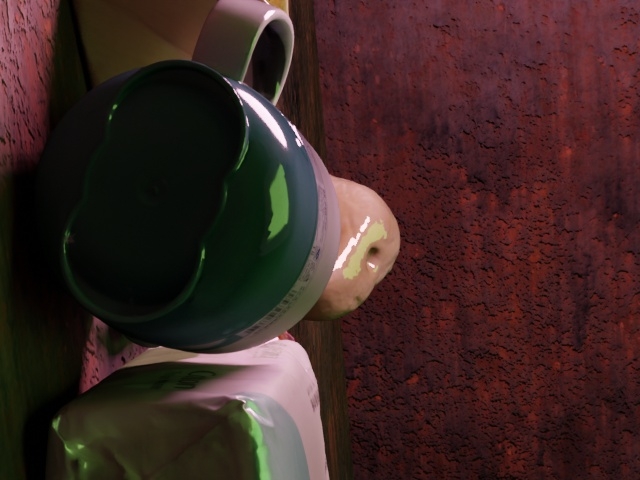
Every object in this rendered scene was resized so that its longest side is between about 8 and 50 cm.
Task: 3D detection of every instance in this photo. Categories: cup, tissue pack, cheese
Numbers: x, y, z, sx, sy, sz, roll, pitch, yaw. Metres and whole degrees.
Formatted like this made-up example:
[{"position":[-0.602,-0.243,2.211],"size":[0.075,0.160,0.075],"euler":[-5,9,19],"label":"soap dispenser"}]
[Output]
[{"position":[-0.094,-0.053,1.354],"size":[0.257,0.219,0.289],"euler":[40,70,-80],"label":"cup"},{"position":[-0.097,0.232,1.414],"size":[0.356,0.194,0.266],"euler":[-38,124,-82],"label":"tissue pack"},{"position":[0.000,0.000,2.342],"size":[0.117,0.218,0.235],"euler":[85,-16,-53],"label":"cheese"}]

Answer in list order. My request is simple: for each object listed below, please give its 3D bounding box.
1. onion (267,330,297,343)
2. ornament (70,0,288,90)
[{"position":[-0.117,0.153,1.683],"size":[0.135,0.198,0.173],"euler":[32,62,-32],"label":"onion"},{"position":[-0.140,-0.183,1.461],"size":[0.180,0.201,0.059],"euler":[32,40,-26],"label":"ornament"}]
